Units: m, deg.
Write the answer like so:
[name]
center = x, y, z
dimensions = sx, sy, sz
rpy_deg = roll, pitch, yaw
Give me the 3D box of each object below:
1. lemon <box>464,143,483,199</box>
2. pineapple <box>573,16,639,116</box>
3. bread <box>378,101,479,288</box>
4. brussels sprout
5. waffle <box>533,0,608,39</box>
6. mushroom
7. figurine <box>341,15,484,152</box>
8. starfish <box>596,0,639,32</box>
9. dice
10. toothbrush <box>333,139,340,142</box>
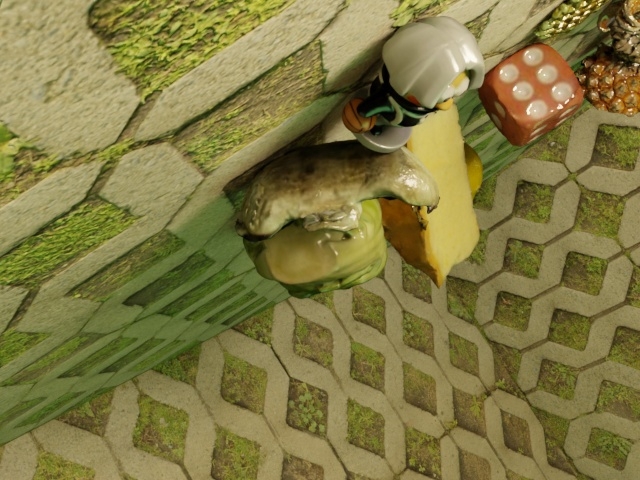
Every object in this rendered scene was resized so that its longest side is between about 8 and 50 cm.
[lemon]
center = 0.344, -0.181, 1.967
dimensions = 0.231, 0.192, 0.192
rpy_deg = -16, 163, -41
[pineapple]
center = 0.836, -0.508, 1.934
dimensions = 0.263, 0.262, 0.271
rpy_deg = -31, 152, -11
[bread]
center = 0.259, -0.116, 1.604
dimensions = 0.248, 0.315, 0.279
rpy_deg = -37, 167, -39
[brussels sprout]
center = 0.000, 0.000, 1.542
dimensions = 0.328, 0.247, 0.328
rpy_deg = -27, 178, -1
[waffle]
center = 0.525, -0.471, 1.465
dimensions = 0.169, 0.036, 0.183
rpy_deg = -23, 167, -43
[mushroom]
center = 0.024, -0.092, 1.235
dimensions = 0.345, 0.129, 0.247
rpy_deg = -9, -159, 13
[figurine]
center = 0.131, -0.232, 1.080
dimensions = 0.176, 0.133, 0.236
rpy_deg = -30, 175, -34
[starfish]
center = 0.755, -0.556, 1.588
dimensions = 0.312, 0.113, 0.303
rpy_deg = -42, 167, 36
[dice]
center = 0.471, -0.327, 1.627
dimensions = 0.174, 0.174, 0.179
rpy_deg = -32, 173, 7
[toothbrush]
center = 0.062, -0.178, 1.512
dimensions = 0.024, 0.021, 0.288
rpy_deg = -44, 170, 9
